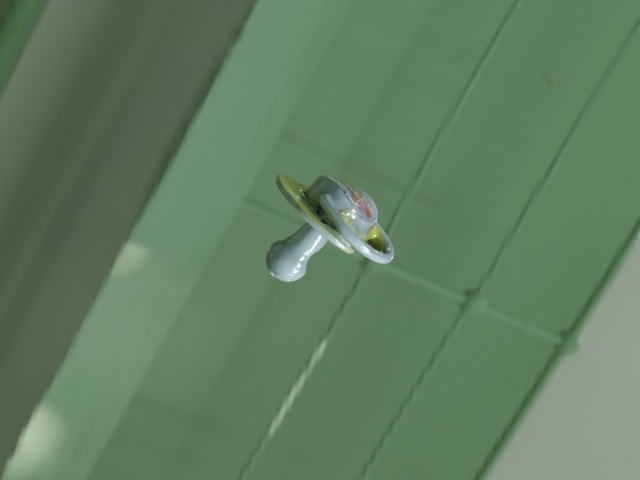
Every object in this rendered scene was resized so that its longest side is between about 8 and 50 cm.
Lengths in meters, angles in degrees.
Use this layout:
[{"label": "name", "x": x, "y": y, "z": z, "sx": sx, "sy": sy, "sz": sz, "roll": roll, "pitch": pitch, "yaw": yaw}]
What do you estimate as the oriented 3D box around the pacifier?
[{"label": "pacifier", "x": 0.000, "y": 0.000, "z": 0.652, "sx": 0.064, "sy": 0.083, "sz": 0.068, "roll": -46, "pitch": -113, "yaw": 14}]
